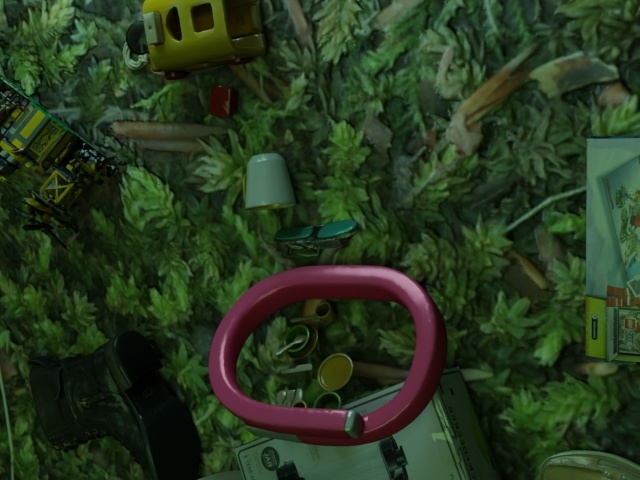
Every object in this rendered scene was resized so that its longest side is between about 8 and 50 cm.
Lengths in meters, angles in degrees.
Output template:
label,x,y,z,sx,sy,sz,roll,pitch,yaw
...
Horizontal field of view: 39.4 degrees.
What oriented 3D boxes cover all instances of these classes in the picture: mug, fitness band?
label,x,y,z,sx,sy,sz,roll,pitch,yaw
mug,-0.070,-0.071,1.084,0.078,0.062,0.064,-7,88,21
fitness band,0.002,0.124,1.015,0.291,0.054,0.209,-1,58,31

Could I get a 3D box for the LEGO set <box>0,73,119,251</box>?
label,x,y,z,sx,sy,sz,roll,pitch,yaw
LEGO set,-0.450,-0.121,1.155,0.331,0.255,0.192,37,87,5

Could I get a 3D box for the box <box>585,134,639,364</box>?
label,x,y,z,sx,sy,sz,roll,pitch,yaw
box,0.349,0.011,0.890,0.159,0.044,0.233,3,100,27

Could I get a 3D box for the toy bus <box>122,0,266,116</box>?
label,x,y,z,sx,sy,sz,roll,pitch,yaw
toy bus,-0.168,-0.253,1.074,0.191,0.104,0.202,40,114,16

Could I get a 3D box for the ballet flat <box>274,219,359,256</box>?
label,x,y,z,sx,sy,sz,roll,pitch,yaw
ballet flat,0.000,0.000,1.076,0.114,0.041,0.041,-6,96,28

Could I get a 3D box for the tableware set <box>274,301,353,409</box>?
label,x,y,z,sx,sy,sz,roll,pitch,yaw
tableware set,-0.009,0.145,1.058,0.104,0.024,0.154,-12,53,30

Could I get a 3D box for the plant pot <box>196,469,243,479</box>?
label,x,y,z,sx,sy,sz,roll,pitch,yaw
plant pot,-0.112,0.363,1.160,0.109,0.096,0.109,34,113,19

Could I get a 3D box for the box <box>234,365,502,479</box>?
label,x,y,z,sx,sy,sz,roll,pitch,yaw
box,0.054,0.274,1.047,0.290,0.087,0.169,-28,73,28

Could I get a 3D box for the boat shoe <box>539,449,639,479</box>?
label,x,y,z,sx,sy,sz,roll,pitch,yaw
boat shoe,0.320,0.269,0.935,0.190,0.072,0.068,6,102,26

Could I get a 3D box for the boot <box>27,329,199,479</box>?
label,x,y,z,sx,sy,sz,roll,pitch,yaw
boot,-0.299,0.259,1.254,0.229,0.091,0.262,-26,83,34
